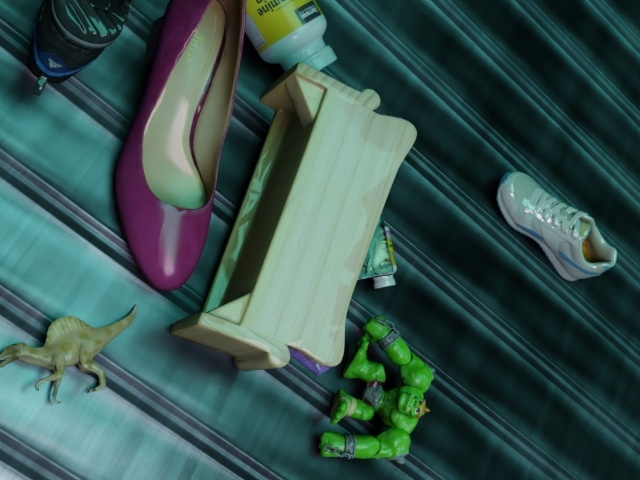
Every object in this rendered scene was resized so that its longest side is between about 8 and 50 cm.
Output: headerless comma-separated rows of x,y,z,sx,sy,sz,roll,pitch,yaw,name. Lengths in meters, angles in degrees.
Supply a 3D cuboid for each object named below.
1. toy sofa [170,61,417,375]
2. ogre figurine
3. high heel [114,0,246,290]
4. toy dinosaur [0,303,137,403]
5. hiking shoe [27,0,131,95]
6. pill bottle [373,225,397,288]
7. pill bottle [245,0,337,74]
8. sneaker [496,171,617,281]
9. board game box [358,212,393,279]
-0.032,-0.017,1.256,0.177,0.150,0.362,24,74,-17,toy sofa
0.082,0.209,1.357,0.118,0.097,0.197,25,50,-8,ogre figurine
-0.157,-0.135,1.217,0.127,0.181,0.377,5,76,-33,high heel
-0.270,0.128,1.160,0.183,0.053,0.092,-16,87,-35,toy dinosaur
-0.277,-0.306,1.223,0.113,0.132,0.304,39,38,-19,hiking shoe
0.082,0.024,1.424,0.043,0.043,0.083,-7,83,-35,pill bottle
-0.056,-0.305,1.371,0.103,0.103,0.184,-38,101,-34,pill bottle
0.371,-0.030,1.599,0.229,0.092,0.087,41,62,-18,sneaker
0.000,0.000,1.360,0.186,0.026,0.126,-9,84,-21,board game box
